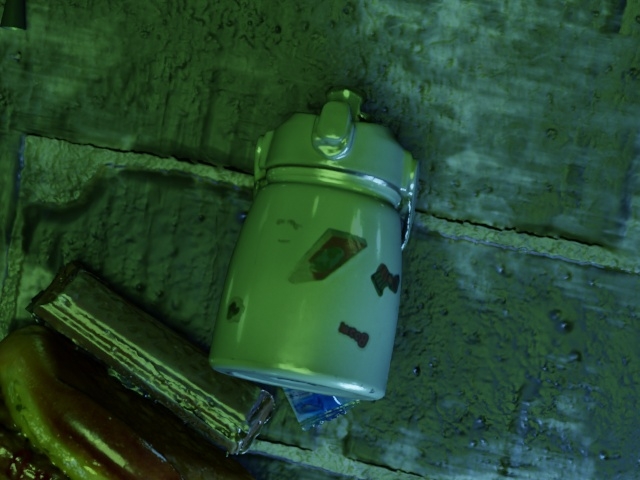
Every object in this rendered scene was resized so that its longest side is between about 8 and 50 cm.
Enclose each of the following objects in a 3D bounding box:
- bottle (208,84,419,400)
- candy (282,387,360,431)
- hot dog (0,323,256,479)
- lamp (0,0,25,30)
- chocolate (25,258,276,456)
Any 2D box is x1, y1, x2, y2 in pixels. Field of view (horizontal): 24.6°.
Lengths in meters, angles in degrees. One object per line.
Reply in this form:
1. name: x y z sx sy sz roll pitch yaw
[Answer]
1. bottle: 0.000 0.000 1.713 0.229 0.229 0.351 8 79 5
2. candy: -0.012 0.169 1.831 0.088 0.038 0.136 -23 105 13
3. hot dog: -0.266 0.282 1.785 0.405 0.223 0.185 36 98 0
4. lamp: -0.421 -0.293 1.811 0.121 0.041 0.054 7 91 3
5. chocolate: -0.206 0.140 1.813 0.329 0.065 0.102 34 61 1
